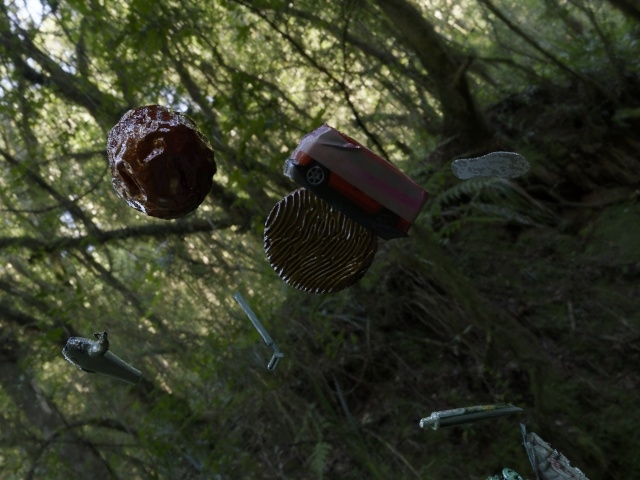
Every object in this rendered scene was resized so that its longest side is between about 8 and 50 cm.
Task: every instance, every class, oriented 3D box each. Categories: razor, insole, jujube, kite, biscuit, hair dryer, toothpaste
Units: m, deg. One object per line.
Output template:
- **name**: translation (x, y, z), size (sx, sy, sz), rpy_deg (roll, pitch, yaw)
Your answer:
- **razor**: translation (-0.153, 0.213, 1.580), size (0.036, 0.211, 0.084), rpy_deg (-21, -24, -28)
- **insole**: translation (0.370, -0.162, 1.411), size (0.006, 0.193, 0.065), rpy_deg (-42, -64, -34)
- **jujube**: translation (-0.256, -0.128, 1.026), size (0.174, 0.250, 0.174), rpy_deg (-9, -65, -20)
- **kite**: translation (0.310, 0.286, 0.618), size (0.368, 0.406, 0.014), rpy_deg (31, -86, -32)
- **biscuit**: translation (0.000, 0.000, 1.773), size (0.318, 0.318, 0.040), rpy_deg (-51, 8, 13)
- **hair dryer**: translation (-0.414, 0.236, 1.301), size (0.199, 0.167, 0.067), rpy_deg (-23, 40, 44)
- **toothpaste**: translation (0.273, 0.319, 1.173), size (0.204, 0.031, 0.049), rpy_deg (-4, 0, -20)

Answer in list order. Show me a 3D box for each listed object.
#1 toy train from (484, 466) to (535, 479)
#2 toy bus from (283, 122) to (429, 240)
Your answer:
- **toy train**: translation (0.352, 0.450, 1.066), size (0.071, 0.171, 0.111), rpy_deg (-63, 5, 16)
- **toy bus**: translation (0.078, -0.125, 1.381), size (0.147, 0.303, 0.127), rpy_deg (-55, 6, 4)
